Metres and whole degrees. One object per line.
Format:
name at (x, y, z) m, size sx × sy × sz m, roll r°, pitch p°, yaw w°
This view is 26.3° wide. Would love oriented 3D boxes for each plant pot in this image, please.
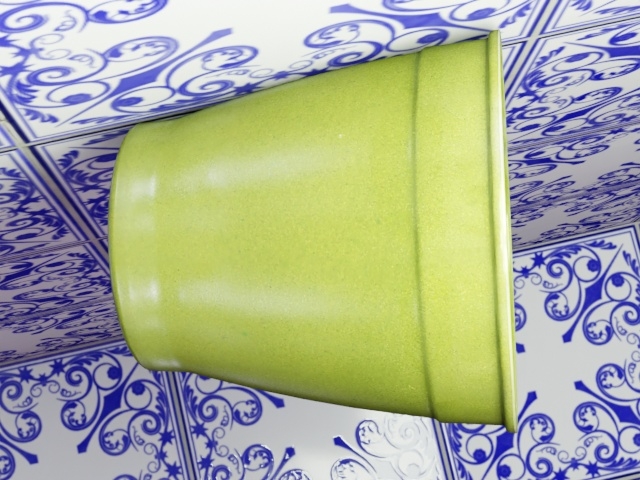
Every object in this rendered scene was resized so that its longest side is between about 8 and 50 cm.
plant pot at (0.000, 0.000, 1.279) m, size 0.353 × 0.366 × 0.366 m, roll -3°, pitch 172°, yaw 8°
